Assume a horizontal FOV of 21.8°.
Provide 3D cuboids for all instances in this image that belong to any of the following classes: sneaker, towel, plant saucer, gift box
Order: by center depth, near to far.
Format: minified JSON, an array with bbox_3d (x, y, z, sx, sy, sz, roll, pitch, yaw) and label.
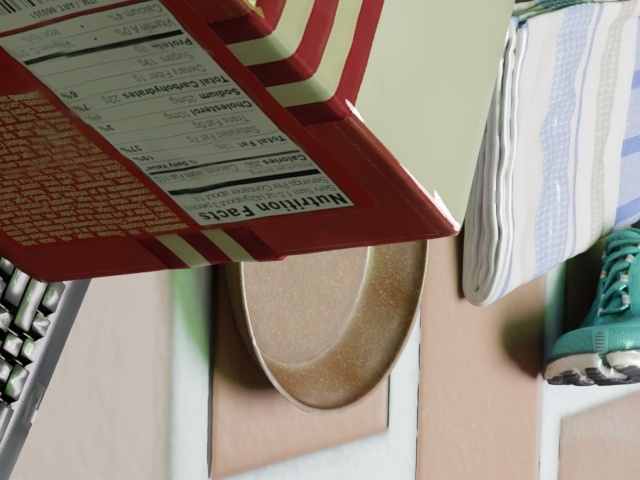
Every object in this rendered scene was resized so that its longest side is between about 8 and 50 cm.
[{"bbox_3d":[-0.065,-0.164,0.616,0.276,0.255,0.258,49,47,-44],"label":"gift box"},{"bbox_3d":[0.000,0.000,0.953,0.198,0.036,0.199,-7,99,-56],"label":"plant saucer"},{"bbox_3d":[0.185,-0.080,1.205,0.285,0.034,0.209,-21,119,-54],"label":"towel"},{"bbox_3d":[0.235,0.047,1.271,0.275,0.107,0.110,-26,108,-63],"label":"sneaker"}]

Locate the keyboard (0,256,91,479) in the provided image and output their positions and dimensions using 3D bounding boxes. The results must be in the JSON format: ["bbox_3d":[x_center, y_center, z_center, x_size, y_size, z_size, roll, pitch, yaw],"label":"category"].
[{"bbox_3d":[-0.174,0.031,0.700,0.201,0.033,0.317,46,56,-48],"label":"keyboard"}]
